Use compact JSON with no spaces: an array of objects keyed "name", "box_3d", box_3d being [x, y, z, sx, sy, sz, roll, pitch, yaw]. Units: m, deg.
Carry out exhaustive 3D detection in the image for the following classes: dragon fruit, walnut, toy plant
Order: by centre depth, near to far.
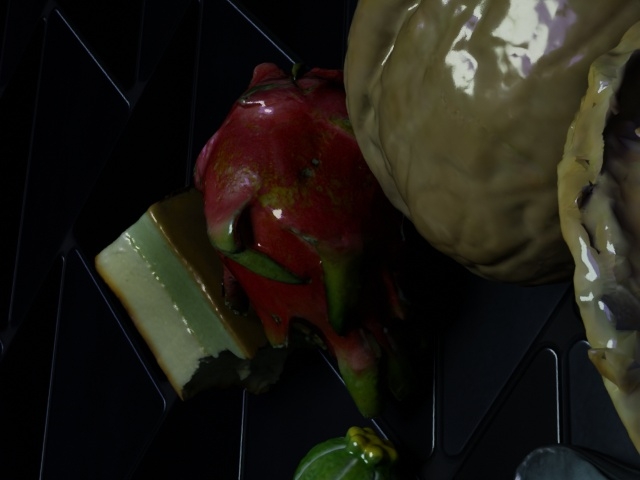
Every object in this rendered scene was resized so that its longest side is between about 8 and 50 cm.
[{"name":"walnut","box_3d":[0.152,-0.116,0.855,0.277,0.252,0.313,56,132,33]},{"name":"toy plant","box_3d":[0.006,0.222,1.030,0.162,0.092,0.093,-61,39,14]},{"name":"dragon fruit","box_3d":[0.006,-0.008,1.047,0.198,0.269,0.200,-18,32,24]}]

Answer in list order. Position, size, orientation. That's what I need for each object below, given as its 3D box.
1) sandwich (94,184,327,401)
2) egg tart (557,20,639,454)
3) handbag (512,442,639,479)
[{"name":"sandwich","box_3d":[-0.069,0.039,1.193,0.108,0.220,0.186,-37,86,33]},{"name":"egg tart","box_3d":[0.260,0.031,0.590,0.150,0.352,0.352,-35,50,48]},{"name":"handbag","box_3d":[0.223,0.231,0.779,0.332,0.075,0.192,2,81,48]}]
